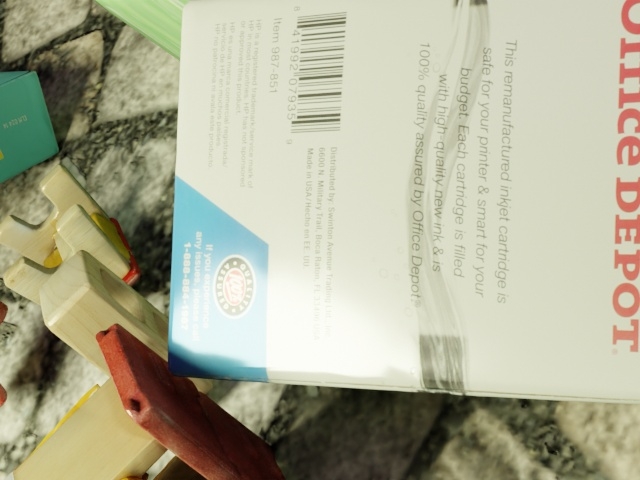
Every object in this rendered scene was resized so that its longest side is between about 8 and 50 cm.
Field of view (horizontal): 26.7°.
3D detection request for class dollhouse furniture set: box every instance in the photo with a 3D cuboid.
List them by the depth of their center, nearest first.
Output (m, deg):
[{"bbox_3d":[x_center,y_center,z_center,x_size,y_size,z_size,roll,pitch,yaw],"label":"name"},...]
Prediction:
[{"bbox_3d":[-0.165,0.127,0.898,0.201,0.152,0.374,-44,29,4],"label":"dollhouse furniture set"}]

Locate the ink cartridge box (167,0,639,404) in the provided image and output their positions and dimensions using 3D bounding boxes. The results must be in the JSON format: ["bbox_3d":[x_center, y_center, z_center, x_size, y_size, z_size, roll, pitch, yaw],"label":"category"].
[{"bbox_3d":[0.077,-0.028,0.753,0.307,0.129,0.223,0,85,31],"label":"ink cartridge box"}]

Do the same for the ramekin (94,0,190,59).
[{"bbox_3d":[-0.048,-0.263,0.981,0.303,0.148,0.304,-31,46,38],"label":"ramekin"}]

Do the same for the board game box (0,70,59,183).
[{"bbox_3d":[-0.419,-0.042,1.078,0.253,0.079,0.336,4,27,37],"label":"board game box"}]
